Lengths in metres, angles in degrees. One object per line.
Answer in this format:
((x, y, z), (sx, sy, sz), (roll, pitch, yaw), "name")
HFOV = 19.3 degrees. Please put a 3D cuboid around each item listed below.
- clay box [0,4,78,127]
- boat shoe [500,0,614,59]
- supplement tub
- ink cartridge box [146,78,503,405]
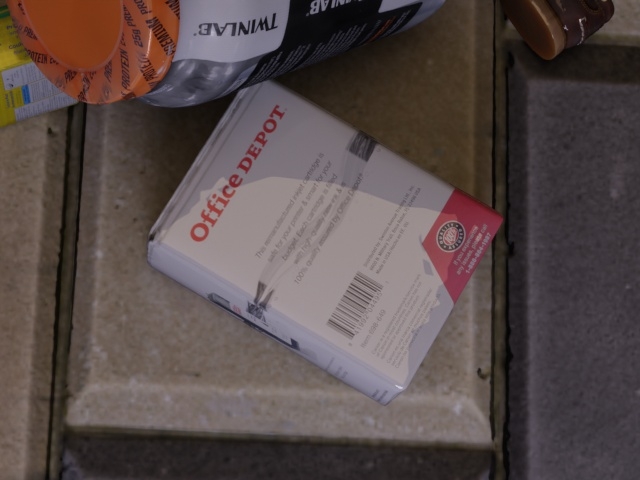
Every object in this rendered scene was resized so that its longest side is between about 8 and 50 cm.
((-0.291, -0.109, 1.381), (0.222, 0.127, 0.053), (-18, 78, -10), "clay box")
((0.152, -0.243, 1.492), (0.073, 0.073, 0.207), (-34, 89, -14), "boat shoe")
((-0.057, -0.209, 1.336), (0.316, 0.193, 0.193), (-26, 78, -42), "supplement tub")
((0.000, 0.000, 1.402), (0.218, 0.092, 0.158), (31, 75, 1), "ink cartridge box")
